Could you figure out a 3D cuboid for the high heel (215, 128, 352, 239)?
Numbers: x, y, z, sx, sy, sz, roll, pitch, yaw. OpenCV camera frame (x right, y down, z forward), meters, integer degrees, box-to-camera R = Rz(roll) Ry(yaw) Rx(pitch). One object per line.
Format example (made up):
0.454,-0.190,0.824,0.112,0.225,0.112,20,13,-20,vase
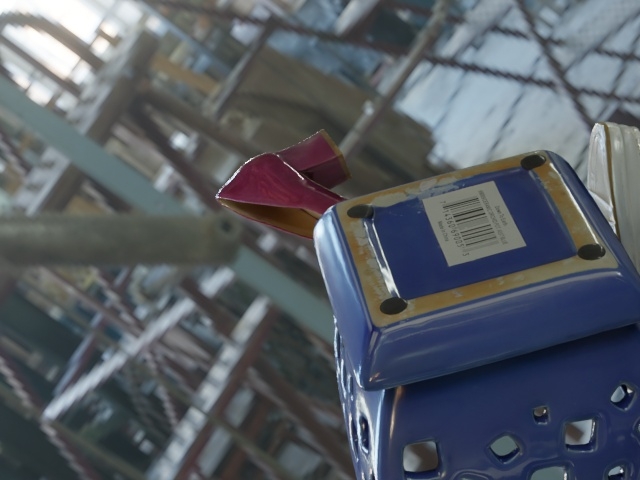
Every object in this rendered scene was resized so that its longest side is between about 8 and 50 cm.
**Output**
0.000,0.000,1.346,0.117,0.082,0.244,-30,51,-4,high heel

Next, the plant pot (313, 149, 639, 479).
0.121,0.076,1.126,0.236,0.212,0.236,-15,33,-1,plant pot

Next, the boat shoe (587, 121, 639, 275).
0.290,0.029,1.307,0.096,0.277,0.098,-13,7,1,boat shoe
